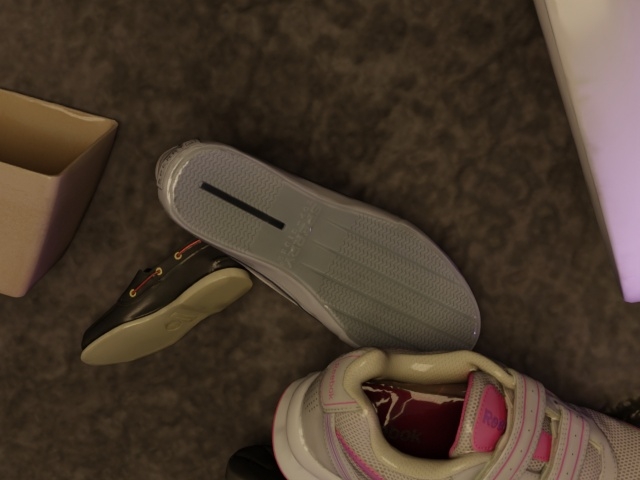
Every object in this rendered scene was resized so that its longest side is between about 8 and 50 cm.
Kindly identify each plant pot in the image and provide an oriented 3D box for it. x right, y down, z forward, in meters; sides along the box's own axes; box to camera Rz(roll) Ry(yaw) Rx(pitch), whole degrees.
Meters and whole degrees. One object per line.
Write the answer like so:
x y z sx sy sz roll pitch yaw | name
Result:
-0.200 -0.028 0.905 0.109 0.109 0.096 15 115 7 | plant pot

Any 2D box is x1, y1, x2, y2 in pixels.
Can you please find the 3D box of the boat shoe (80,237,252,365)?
-0.102 0.039 0.930 0.133 0.049 0.042 -33 60 22 | boat shoe

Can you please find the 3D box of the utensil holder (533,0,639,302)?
0.285 -0.178 0.683 0.385 0.327 0.327 -17 97 10 | utensil holder

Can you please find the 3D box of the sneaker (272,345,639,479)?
0.101 0.126 0.846 0.252 0.111 0.103 12 66 -7 | sneaker

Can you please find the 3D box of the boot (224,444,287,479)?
0.028 0.249 0.928 0.236 0.085 0.178 21 107 6 | boot

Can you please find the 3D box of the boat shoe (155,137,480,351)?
0.000 0.000 0.888 0.226 0.076 0.083 35 92 -20 | boat shoe
